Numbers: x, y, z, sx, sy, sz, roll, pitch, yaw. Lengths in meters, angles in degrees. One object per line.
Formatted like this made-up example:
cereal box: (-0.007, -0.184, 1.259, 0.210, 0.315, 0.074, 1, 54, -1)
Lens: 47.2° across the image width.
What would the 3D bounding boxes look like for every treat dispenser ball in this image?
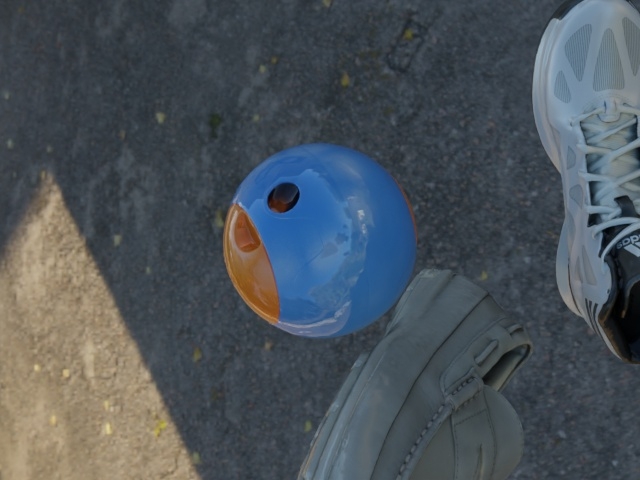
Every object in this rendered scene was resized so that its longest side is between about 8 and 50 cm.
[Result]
treat dispenser ball: (0.000, 0.000, 1.086, 0.288, 0.288, 0.289, -4, 84, 46)

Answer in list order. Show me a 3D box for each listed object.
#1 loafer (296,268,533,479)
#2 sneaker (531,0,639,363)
loafer: (0.068, 0.111, 0.442, 0.111, 0.319, 0.112, 26, 120, 13)
sneaker: (0.369, -0.063, 0.858, 0.169, 0.257, 0.448, -10, 109, 5)
